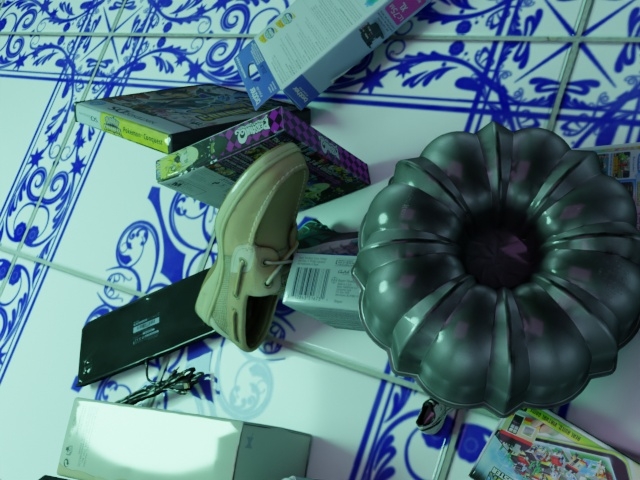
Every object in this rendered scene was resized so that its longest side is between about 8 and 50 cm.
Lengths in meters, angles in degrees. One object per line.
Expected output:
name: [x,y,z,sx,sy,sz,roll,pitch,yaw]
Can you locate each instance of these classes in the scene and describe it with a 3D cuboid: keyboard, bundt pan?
keyboard: [-0.271,0.175,1.188,0.317,0.033,0.201,-24,53,25]
bundt pan: [0.189,0.015,0.790,0.331,0.124,0.330,-3,71,9]

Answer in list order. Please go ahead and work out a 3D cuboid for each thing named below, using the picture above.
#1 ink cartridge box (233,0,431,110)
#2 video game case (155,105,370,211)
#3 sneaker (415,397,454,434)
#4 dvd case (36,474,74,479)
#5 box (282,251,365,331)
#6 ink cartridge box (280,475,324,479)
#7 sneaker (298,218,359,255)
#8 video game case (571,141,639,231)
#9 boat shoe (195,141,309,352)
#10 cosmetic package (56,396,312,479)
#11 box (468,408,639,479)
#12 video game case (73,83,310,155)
ink cartridge box: [0.009,-0.332,1.168,0.311,0.065,0.185,-37,43,11]
video game case: [-0.074,-0.094,1.039,0.210,0.232,0.041,-18,68,27]
sneaker: [0.144,0.196,0.897,0.032,0.037,0.083,24,84,40]
dvd case: [-0.283,0.438,0.997,0.181,0.022,0.252,-3,107,33]
box: [0.045,0.070,0.951,0.126,0.137,0.072,3,72,34]
ink cartridge box: [-0.023,0.339,0.861,0.127,0.175,0.072,-34,56,18]
sneaker: [0.000,0.000,1.061,0.167,0.065,0.076,-12,60,28]
video game case: [0.334,-0.039,0.880,0.143,0.019,0.157,-2,69,33]
boat shoe: [-0.072,0.018,0.989,0.110,0.122,0.341,43,138,19]
cosmetic package: [-0.186,0.290,1.003,0.310,0.160,0.113,-1,71,35]
box: [0.273,0.262,0.784,0.207,0.036,0.114,29,88,38]
video game case: [-0.198,-0.197,1.161,0.248,0.275,0.035,22,120,38]
